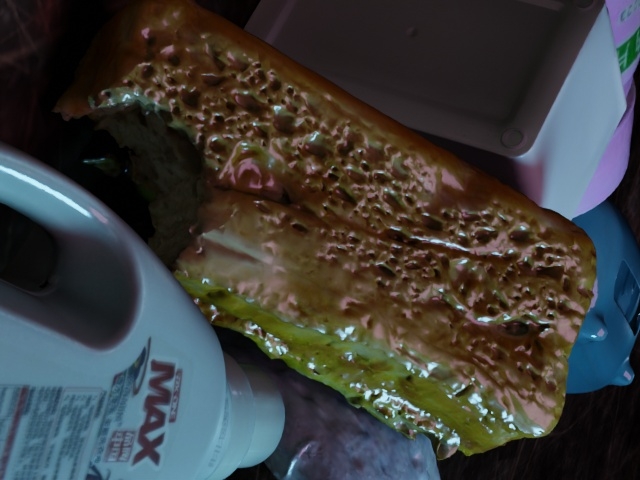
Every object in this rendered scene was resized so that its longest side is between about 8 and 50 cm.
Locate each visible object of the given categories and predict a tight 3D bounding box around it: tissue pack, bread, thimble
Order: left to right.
[{"bbox_3d":[-0.051,0.160,1.251,0.157,0.245,0.217,-27,141,-56],"label":"thimble"},{"bbox_3d":[0.000,0.000,1.167,0.380,0.109,0.185,29,71,-22],"label":"bread"},{"bbox_3d":[0.079,-0.113,1.332,0.159,0.246,0.136,-61,154,-21],"label":"tissue pack"},{"bbox_3d":[0.221,0.041,1.826,0.198,0.206,0.287,-67,158,-12],"label":"tissue pack"}]

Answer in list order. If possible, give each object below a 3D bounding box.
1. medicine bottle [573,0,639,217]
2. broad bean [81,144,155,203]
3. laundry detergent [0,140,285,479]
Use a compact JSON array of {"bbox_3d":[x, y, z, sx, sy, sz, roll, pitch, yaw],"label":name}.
[{"bbox_3d":[0.164,-0.195,1.507,0.212,0.212,0.325,-51,149,-39],"label":"medicine bottle"},{"bbox_3d":[-0.035,-0.020,1.289,0.339,0.077,0.061,22,104,-50],"label":"broad bean"},{"bbox_3d":[-0.161,0.074,0.977,0.398,0.125,0.264,8,97,-51],"label":"laundry detergent"}]
